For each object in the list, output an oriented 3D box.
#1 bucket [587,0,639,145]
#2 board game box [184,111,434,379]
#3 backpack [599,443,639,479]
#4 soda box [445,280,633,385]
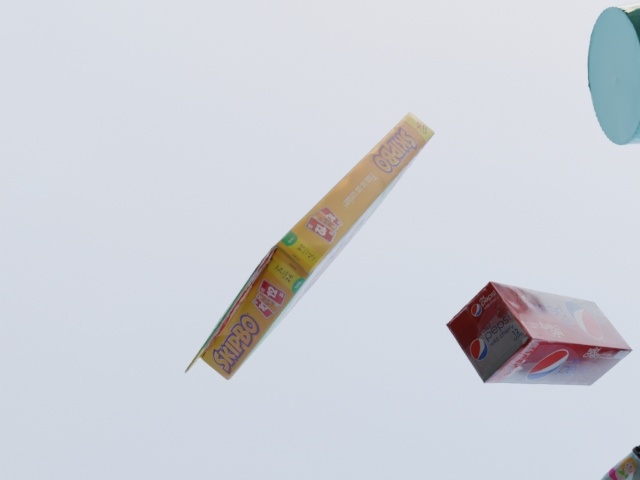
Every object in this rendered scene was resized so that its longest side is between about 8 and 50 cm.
[{"bbox_3d":[0.593,-0.294,1.324,0.183,0.281,0.281,-9,-117,-1],"label":"bucket"},{"bbox_3d":[0.000,0.000,0.567,0.039,0.124,0.259,41,-141,5],"label":"board game box"},{"bbox_3d":[0.530,0.359,1.077,0.253,0.225,0.191,-48,-149,24],"label":"backpack"},{"bbox_3d":[0.281,0.122,0.968,0.083,0.263,0.092,-50,-129,27],"label":"soda box"}]
